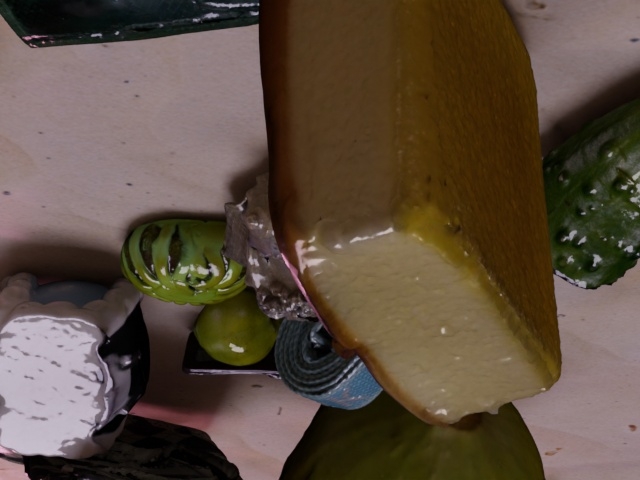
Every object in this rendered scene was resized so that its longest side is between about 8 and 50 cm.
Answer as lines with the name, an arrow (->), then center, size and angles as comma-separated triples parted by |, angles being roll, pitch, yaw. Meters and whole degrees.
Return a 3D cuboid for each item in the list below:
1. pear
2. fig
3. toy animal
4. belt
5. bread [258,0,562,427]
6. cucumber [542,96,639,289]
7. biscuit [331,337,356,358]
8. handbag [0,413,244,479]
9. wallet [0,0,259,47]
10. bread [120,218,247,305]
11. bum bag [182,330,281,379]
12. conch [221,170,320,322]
pear -> -0.095, 0.100, 1.872 | 0.097, 0.092, 0.092 | -16, 149, 29
fig -> 0.118, 0.289, 2.004 | 0.343, 0.343, 0.343 | 0, 153, 0
toy animal -> -0.288, 0.119, 1.834 | 0.204, 0.156, 0.208 | 4, 124, -4
belt -> 0.027, 0.097, 1.796 | 0.148, 0.163, 0.082 | 14, 169, 43
bread -> 0.072, -0.069, 1.268 | 0.143, 0.333, 0.323 | -13, 147, 20
cucumber -> 0.282, -0.068, 1.499 | 0.134, 0.134, 0.244 | 11, 144, -20
biscuit -> 0.093, 0.044, 1.653 | 0.228, 0.031, 0.176 | -27, 163, -52
handbag -> -0.237, 0.315, 2.034 | 0.317, 0.180, 0.416 | 24, -175, -21
wallet -> -0.154, -0.213, 1.288 | 0.236, 0.055, 0.160 | -7, 146, 16
bread -> -0.137, 0.025, 1.742 | 0.139, 0.071, 0.130 | 12, 156, -21
bum bag -> -0.077, 0.134, 1.931 | 0.159, 0.109, 0.026 | 2, 112, 2
conch -> 0.000, 0.000, 1.654 | 0.178, 0.163, 0.245 | 21, -170, 40
